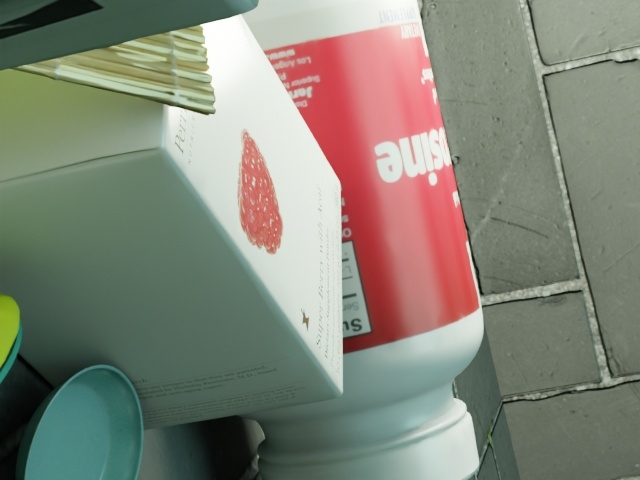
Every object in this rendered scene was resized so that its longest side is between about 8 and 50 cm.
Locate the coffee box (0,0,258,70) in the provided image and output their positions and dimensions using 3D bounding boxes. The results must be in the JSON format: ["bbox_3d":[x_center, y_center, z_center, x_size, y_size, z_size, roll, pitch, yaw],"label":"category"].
[{"bbox_3d":[-0.237,-0.234,0.380,0.338,0.334,0.337,40,42,-64],"label":"coffee box"}]

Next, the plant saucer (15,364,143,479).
[{"bbox_3d":[-0.149,0.132,0.981,0.119,0.021,0.119,-26,120,-58],"label":"plant saucer"}]

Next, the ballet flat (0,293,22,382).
[{"bbox_3d":[-0.206,0.081,0.784,0.077,0.077,0.231,52,28,-25],"label":"ballet flat"}]

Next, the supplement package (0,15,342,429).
[{"bbox_3d":[-0.112,-0.029,0.993,0.293,0.175,0.177,57,27,-53],"label":"supplement package"}]

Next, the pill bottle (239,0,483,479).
[{"bbox_3d":[0.000,0.000,1.282,0.229,0.229,0.407,-30,109,-74],"label":"pill bottle"}]

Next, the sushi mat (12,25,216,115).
[{"bbox_3d":[-0.190,-0.156,0.765,0.316,0.019,0.151,11,65,-34],"label":"sushi mat"}]
